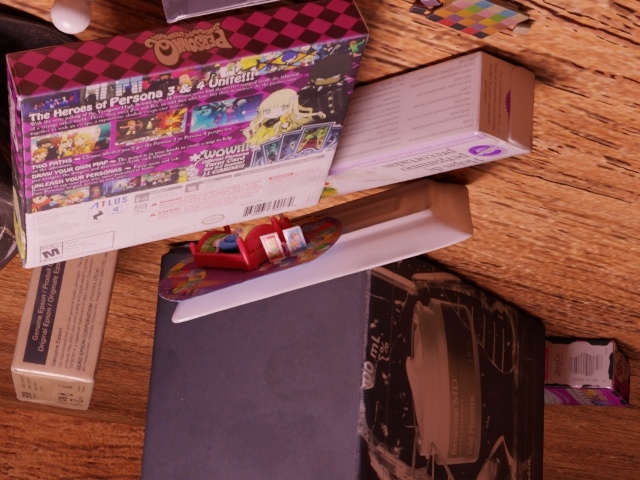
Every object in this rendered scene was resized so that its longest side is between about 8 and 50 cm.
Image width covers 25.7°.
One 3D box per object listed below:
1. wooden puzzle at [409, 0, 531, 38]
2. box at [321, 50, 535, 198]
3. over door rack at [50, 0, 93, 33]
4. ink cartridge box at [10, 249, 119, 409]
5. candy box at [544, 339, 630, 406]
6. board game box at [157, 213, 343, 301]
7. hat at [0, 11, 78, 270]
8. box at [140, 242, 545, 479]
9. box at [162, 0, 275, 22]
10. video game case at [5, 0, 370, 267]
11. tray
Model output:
[{"bbox_3d":[0.102,-0.149,0.923,0.083,0.006,0.049,15,162,-31],"label":"wooden puzzle"},{"bbox_3d":[0.024,-0.077,1.106,0.063,0.067,0.324,15,162,-41],"label":"box"},{"bbox_3d":[-0.231,-0.186,0.709,0.324,0.108,0.239,-6,160,37],"label":"over door rack"},{"bbox_3d":[-0.270,0.070,1.505,0.088,0.193,0.234,10,164,-8],"label":"ink cartridge box"},{"bbox_3d":[0.309,0.186,1.979,0.234,0.071,0.159,-1,164,20],"label":"candy box"},{"bbox_3d":[-0.066,0.000,1.206,0.169,0.033,0.133,-17,-163,7],"label":"board game box"},{"bbox_3d":[-0.311,-0.035,1.022,0.331,0.134,0.331,-11,143,-9],"label":"hat"},{"bbox_3d":[0.041,0.282,1.642,0.297,0.479,0.472,-7,161,33],"label":"box"},{"bbox_3d":[0.006,-0.152,0.751,0.116,0.029,0.162,-5,-164,34],"label":"box"},{"bbox_3d":[-0.096,-0.070,0.961,0.232,0.041,0.210,-13,153,-17],"label":"video game case"},{"bbox_3d":[0.000,0.000,1.245,0.270,0.030,0.145,-16,-164,9],"label":"tray"}]
